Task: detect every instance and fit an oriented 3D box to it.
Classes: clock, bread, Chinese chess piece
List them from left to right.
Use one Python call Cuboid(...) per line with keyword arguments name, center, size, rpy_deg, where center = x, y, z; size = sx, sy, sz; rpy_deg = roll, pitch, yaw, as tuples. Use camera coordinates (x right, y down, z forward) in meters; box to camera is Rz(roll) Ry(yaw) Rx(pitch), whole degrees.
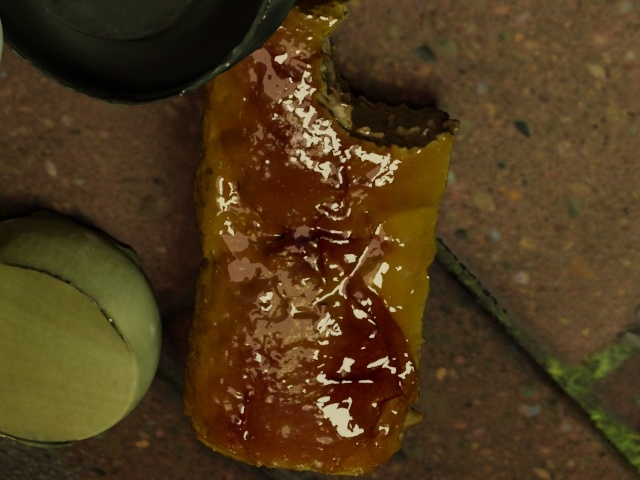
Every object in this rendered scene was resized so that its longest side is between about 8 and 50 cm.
Cuboid(name="Chinese chess piece", center=(-0.218, 0.070, 1.203), size=(0.188, 0.083, 0.188), rpy_deg=(5, 123, 8))
Cuboid(name="clock", center=(-0.129, -0.224, 0.972), size=(0.280, 0.055, 0.280), rpy_deg=(14, 117, 28))
Cuboid(name="bread", center=(0.000, 0.000, 1.109), size=(0.185, 0.109, 0.380), rpy_deg=(8, 118, 5))

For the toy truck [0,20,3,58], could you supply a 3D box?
Cuboid(name="toy truck", center=(-0.322, -0.208, 0.974), size=(0.136, 0.162, 0.305), rpy_deg=(-12, 107, 58))
